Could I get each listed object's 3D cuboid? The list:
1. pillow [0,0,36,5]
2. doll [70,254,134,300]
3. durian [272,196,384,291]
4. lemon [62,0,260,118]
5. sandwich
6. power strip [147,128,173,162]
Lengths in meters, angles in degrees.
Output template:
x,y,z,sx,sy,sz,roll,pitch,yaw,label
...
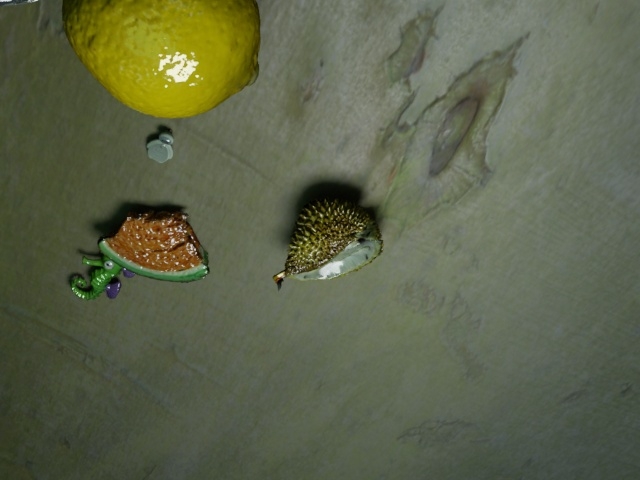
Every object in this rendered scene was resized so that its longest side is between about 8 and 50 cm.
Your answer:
x,y,z,sx,sy,sz,roll,pitch,yaw,label
-0.561,-0.468,1.645,0.335,0.161,0.092,-9,150,-23,pillow
-0.486,0.077,2.159,0.115,0.050,0.190,31,126,-18,doll
0.000,0.000,1.966,0.237,0.137,0.193,-24,160,2,durian
-0.265,-0.367,1.644,0.336,0.336,0.336,4,126,6,lemon
-0.353,0.005,2.076,0.235,0.079,0.159,0,115,4,sandwich
-0.317,-0.191,1.957,0.055,0.035,0.083,27,138,-11,power strip
